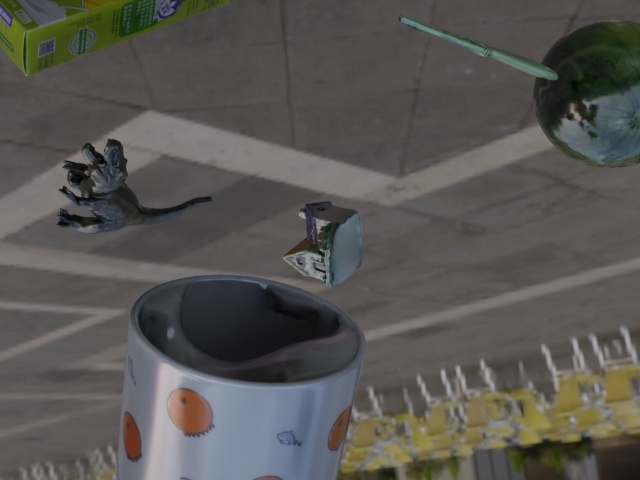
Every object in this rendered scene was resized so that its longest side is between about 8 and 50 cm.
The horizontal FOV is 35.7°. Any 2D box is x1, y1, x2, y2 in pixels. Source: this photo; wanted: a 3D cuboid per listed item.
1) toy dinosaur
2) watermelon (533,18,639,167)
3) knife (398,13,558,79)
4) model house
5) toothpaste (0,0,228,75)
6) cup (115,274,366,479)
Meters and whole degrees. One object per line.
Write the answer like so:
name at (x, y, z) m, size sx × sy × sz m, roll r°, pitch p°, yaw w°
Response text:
toy dinosaur at (-0.221, -0.048, 1.189) m, size 0.179 × 0.087 × 0.187 m, roll 9°, pitch 166°, yaw -6°
watermelon at (0.457, -0.230, 1.563) m, size 0.242 × 0.242 × 0.242 m, roll -6°, pitch 165°, yaw -2°
knife at (0.228, -0.269, 1.392) m, size 0.293 × 0.043 × 0.020 m, roll 14°, pitch 114°, yaw -29°
model house at (0.000, 0.000, 1.482) m, size 0.100 × 0.100 × 0.088 m, roll 19°, pitch -142°, yaw 31°
toothpaste at (-0.264, -0.316, 1.254) m, size 0.327 × 0.110 × 0.077 m, roll -30°, pitch 155°, yaw -33°
cup at (-0.090, 0.219, 0.940) m, size 0.212 × 0.317 × 0.212 m, roll 9°, pitch -159°, yaw -4°
